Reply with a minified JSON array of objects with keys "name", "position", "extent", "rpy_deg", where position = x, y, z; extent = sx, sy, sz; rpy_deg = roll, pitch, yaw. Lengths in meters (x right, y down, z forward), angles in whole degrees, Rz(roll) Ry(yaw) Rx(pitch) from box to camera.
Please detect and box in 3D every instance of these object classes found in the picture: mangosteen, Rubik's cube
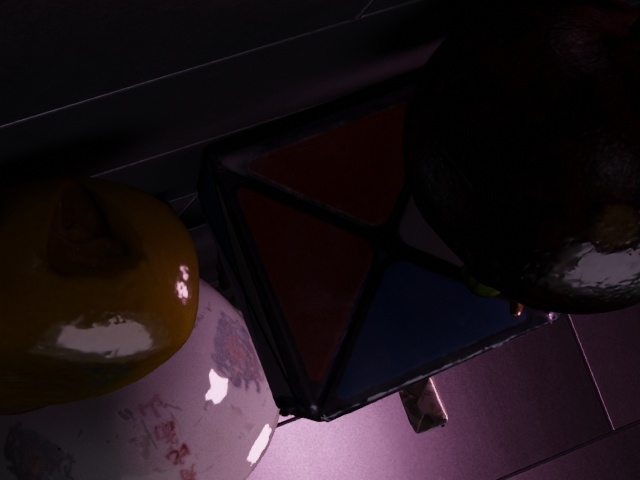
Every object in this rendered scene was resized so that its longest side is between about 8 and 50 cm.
[{"name":"mangosteen","position":[0.204,-0.058,1.464],"extent":[0.359,0.306,0.306],"rpy_deg":[-46,162,33]},{"name":"Rubik's cube","position":[0.048,0.012,1.770],"extent":[0.305,0.307,0.310],"rpy_deg":[-23,176,-6]}]

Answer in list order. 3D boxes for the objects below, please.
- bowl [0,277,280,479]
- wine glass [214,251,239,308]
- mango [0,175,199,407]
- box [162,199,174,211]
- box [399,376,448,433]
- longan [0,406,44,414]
[{"name":"bowl","position":[-0.272,0.152,2.053],"extent":[0.435,0.434,0.196],"rpy_deg":[-20,138,-11]},{"name":"wine glass","position":[0.002,0.004,2.161],"extent":[0.190,0.190,0.357],"rpy_deg":[-18,175,-34]},{"name":"mango","position":[-0.286,0.063,1.453],"extent":[0.365,0.182,0.253],"rpy_deg":[-17,154,6]},{"name":"box","position":[-0.319,0.051,1.880],"extent":[0.313,0.089,0.197],"rpy_deg":[-19,175,-12]},{"name":"box","position":[0.119,0.187,1.837],"extent":[0.045,0.062,0.098],"rpy_deg":[-22,179,4]},{"name":"longan","position":[-0.318,0.085,1.676],"extent":[0.220,0.196,0.196],"rpy_deg":[-30,174,6]}]
